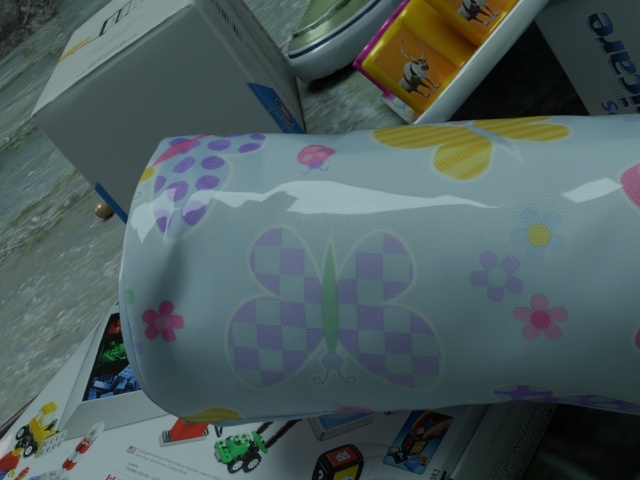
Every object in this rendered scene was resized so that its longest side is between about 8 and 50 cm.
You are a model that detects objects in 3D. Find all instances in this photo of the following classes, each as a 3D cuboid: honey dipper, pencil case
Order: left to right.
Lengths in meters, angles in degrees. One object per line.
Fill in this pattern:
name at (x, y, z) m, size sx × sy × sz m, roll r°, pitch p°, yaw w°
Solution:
honey dipper at (-0.226, -0.078, 1.063) m, size 0.030 × 0.030 × 0.160 m, roll -25°, pitch 32°, yaw 26°
pencil case at (0.062, 0.015, 0.365) m, size 0.273 × 0.124 × 0.113 m, roll 0°, pitch 24°, yaw 14°

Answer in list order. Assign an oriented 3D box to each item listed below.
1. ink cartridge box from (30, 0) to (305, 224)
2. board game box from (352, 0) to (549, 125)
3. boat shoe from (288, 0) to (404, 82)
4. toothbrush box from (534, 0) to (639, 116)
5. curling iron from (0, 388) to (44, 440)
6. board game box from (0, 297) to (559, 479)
ink cartridge box at (-0.130, -0.139, 0.878) m, size 0.168 × 0.171 × 0.232 m, roll -32°, pitch 27°, yaw 13°
board game box at (0.158, -0.241, 0.582) m, size 0.390 × 0.050 × 0.390 m, roll -51°, pitch 6°, yaw 9°
boat shoe at (0.042, -0.281, 0.968) m, size 0.109 × 0.094 × 0.302 m, roll -8°, pitch 40°, yaw 46°
toothbrush box at (0.281, -0.155, 0.440) m, size 0.296 × 0.126 × 0.216 m, roll -6°, pitch 41°, yaw 47°
curling iron at (-0.147, 0.086, 0.700) m, size 0.274 × 0.035 × 0.068 m, roll -31°, pitch 28°, yaw 15°
board game box at (-0.044, 0.101, 0.496) m, size 0.305 × 0.053 × 0.193 m, roll 5°, pitch 49°, yaw 45°
